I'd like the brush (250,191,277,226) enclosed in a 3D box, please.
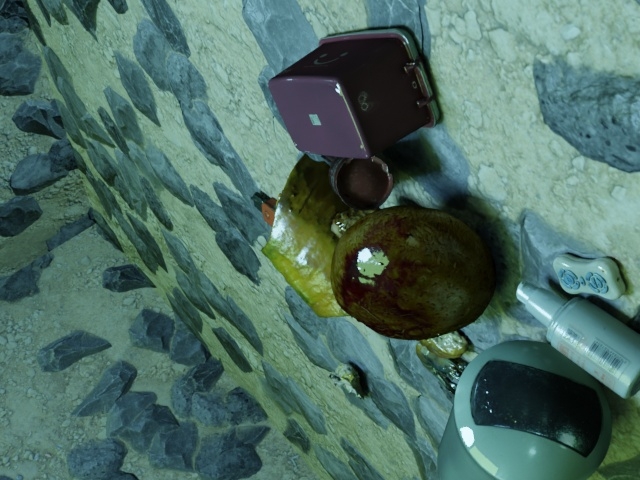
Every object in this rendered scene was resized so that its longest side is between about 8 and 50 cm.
[{"bbox_3d":[-0.077,-0.038,2.114,0.323,0.051,0.070,41,147,36],"label":"brush"}]

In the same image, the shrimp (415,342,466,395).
[{"bbox_3d":[0.301,0.313,1.872,0.150,0.051,0.217,62,164,-24],"label":"shrimp"}]

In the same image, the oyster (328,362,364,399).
[{"bbox_3d":[0.085,0.423,2.411,0.133,0.072,0.209,28,165,35],"label":"oyster"}]

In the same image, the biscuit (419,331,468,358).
[{"bbox_3d":[0.253,0.213,1.802,0.183,0.061,0.118,37,154,29],"label":"biscuit"}]

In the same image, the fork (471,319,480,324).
[{"bbox_3d":[0.256,0.136,1.734,0.219,0.028,0.034,27,149,47],"label":"fork"}]

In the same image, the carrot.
[{"bbox_3d":[0.000,0.000,1.770,0.340,0.241,0.241,53,157,-2],"label":"carrot"}]

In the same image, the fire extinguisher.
[{"bbox_3d":[0.055,-0.139,1.573,0.147,0.106,0.337,41,-177,-8],"label":"fire extinguisher"}]

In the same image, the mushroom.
[{"bbox_3d":[0.172,0.071,1.522,0.345,0.239,0.345,18,173,2],"label":"mushroom"}]

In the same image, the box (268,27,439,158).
[{"bbox_3d":[0.050,-0.255,1.429,0.294,0.167,0.193,15,137,56],"label":"box"}]

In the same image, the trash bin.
[{"bbox_3d":[0.377,0.382,1.542,0.280,0.280,0.432,45,158,22],"label":"trash bin"}]

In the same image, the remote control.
[{"bbox_3d":[0.434,0.059,1.289,0.122,0.032,0.074,4,125,60],"label":"remote control"}]

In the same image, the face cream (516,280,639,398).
[{"bbox_3d":[0.434,0.150,1.327,0.252,0.101,0.101,39,152,34],"label":"face cream"}]
